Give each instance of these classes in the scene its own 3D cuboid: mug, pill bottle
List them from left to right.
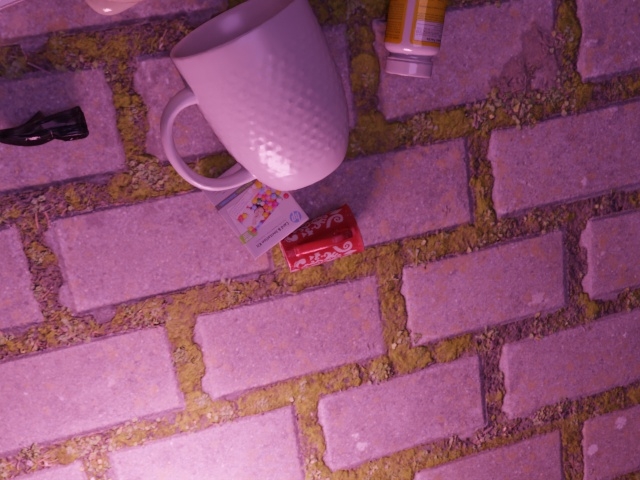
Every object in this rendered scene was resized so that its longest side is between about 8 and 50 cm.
[{"bbox_3d":[-0.130,-0.249,1.459,0.374,0.276,0.328,-34,118,-11],"label":"mug"},{"bbox_3d":[-0.003,-0.008,1.655,0.169,0.150,0.113,-20,68,-5],"label":"mug"},{"bbox_3d":[0.196,-0.450,1.581,0.119,0.119,0.208,2,106,-17],"label":"pill bottle"}]

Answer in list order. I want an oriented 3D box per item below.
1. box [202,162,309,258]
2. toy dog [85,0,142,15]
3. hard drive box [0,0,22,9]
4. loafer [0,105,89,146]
[{"bbox_3d":[-0.138,-0.076,1.608,0.145,0.038,0.186,-37,92,-2],"label":"box"},{"bbox_3d":[-0.278,-0.532,1.257,0.396,0.408,0.284,-14,111,-12],"label":"toy dog"},{"bbox_3d":[-0.667,-0.466,1.334,0.232,0.089,0.181,-25,112,-8],"label":"hard drive box"},{"bbox_3d":[-0.540,-0.221,1.473,0.170,0.062,0.061,-10,87,-17],"label":"loafer"}]
